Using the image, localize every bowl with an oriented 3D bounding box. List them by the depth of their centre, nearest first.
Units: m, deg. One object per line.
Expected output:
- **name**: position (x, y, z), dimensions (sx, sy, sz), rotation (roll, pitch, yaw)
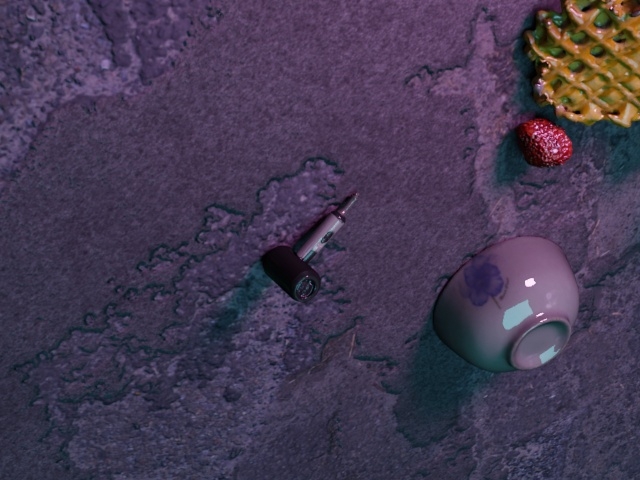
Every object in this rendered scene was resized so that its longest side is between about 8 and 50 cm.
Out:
- **bowl**: position (0.369, 0.146, 1.865), dimensions (0.289, 0.146, 0.289), rotation (-14, 132, -16)

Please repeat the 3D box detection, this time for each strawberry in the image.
- **strawberry**: position (0.362, -0.160, 1.653), dimensions (0.096, 0.083, 0.083), rotation (26, 113, -33)

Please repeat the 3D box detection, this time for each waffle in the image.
- **waffle**: position (0.450, -0.275, 1.542), dimensions (0.280, 0.060, 0.262), rotation (3, 140, 10)

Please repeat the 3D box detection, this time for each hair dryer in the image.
- **hair dryer**: position (0.000, 0.000, 1.600), dimensions (0.198, 0.100, 0.057), rotation (-51, 134, -2)
